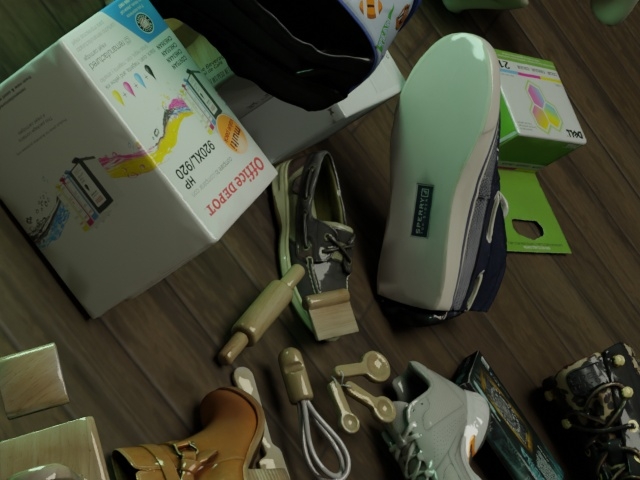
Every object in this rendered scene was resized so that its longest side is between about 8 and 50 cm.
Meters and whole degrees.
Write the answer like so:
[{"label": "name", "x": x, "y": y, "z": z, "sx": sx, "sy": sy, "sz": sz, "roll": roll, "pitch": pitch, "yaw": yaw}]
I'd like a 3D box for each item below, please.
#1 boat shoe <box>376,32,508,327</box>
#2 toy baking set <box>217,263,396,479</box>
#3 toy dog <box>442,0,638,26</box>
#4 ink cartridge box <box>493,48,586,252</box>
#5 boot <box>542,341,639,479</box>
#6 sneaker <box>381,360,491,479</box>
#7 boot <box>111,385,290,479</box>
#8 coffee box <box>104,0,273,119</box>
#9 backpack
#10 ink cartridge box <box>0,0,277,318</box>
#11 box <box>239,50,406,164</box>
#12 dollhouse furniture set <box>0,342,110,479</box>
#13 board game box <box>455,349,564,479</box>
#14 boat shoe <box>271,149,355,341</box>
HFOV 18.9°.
[{"label": "boat shoe", "x": 0.161, "y": -0.067, "z": 2.252, "sx": 0.158, "sy": 0.127, "sz": 0.340, "roll": 5, "pitch": 99, "yaw": -59}, {"label": "toy baking set", "x": -0.013, "y": 0.142, "z": 1.976, "sx": 0.197, "sy": 0.030, "sz": 0.256, "roll": 48, "pitch": 46, "yaw": -3}, {"label": "toy dog", "x": 0.253, "y": -0.454, "z": 2.597, "sx": 0.408, "sy": 0.395, "sz": 0.284, "roll": -4, "pitch": 78, "yaw": -20}, {"label": "ink cartridge box", "x": 0.279, "y": -0.117, "z": 2.583, "sx": 0.189, "sy": 0.097, "sz": 0.255, "roll": 3, "pitch": 61, "yaw": -54}, {"label": "boot", "x": 0.364, "y": 0.276, "z": 2.317, "sx": 0.284, "sy": 0.138, "sz": 0.377, "roll": 65, "pitch": 23, "yaw": 9}, {"label": "sneaker", "x": 0.110, "y": 0.237, "z": 2.067, "sx": 0.121, "sy": 0.099, "sz": 0.262, "roll": 36, "pitch": 30, "yaw": -20}, {"label": "boot", "x": -0.122, "y": 0.198, "z": 1.783, "sx": 0.152, "sy": 0.073, "sz": 0.197, "roll": 1, "pitch": 27, "yaw": -24}, {"label": "coffee box", "x": -0.139, "y": -0.284, "z": 2.068, "sx": 0.119, "sy": 0.168, "sz": 0.297, "roll": 0, "pitch": 63, "yaw": -55}, {"label": "backpack", "x": -0.036, "y": -0.263, "z": 1.852, "sx": 0.263, "sy": 0.276, "sz": 0.213, "roll": 45, "pitch": 67, "yaw": -8}, {"label": "ink cartridge box", "x": -0.192, "y": -0.083, "z": 1.822, "sx": 0.232, "sy": 0.168, "sz": 0.171, "roll": 53, "pitch": 31, "yaw": -8}, {"label": "box", "x": -0.002, "y": -0.167, "z": 2.197, "sx": 0.091, "sy": 0.130, "sz": 0.170, "roll": 60, "pitch": 31, "yaw": 0}, {"label": "dollhouse furniture set", "x": -0.338, "y": 0.043, "z": 1.340, "sx": 0.174, "sy": 0.303, "sz": 0.355, "roll": 84, "pitch": -10, "yaw": -75}, {"label": "board game box", "x": 0.221, "y": 0.226, "z": 2.253, "sx": 0.186, "sy": 0.026, "sz": 0.126, "roll": 55, "pitch": 16, "yaw": -5}, {"label": "boat shoe", "x": 0.001, "y": 0.000, "z": 2.115, "sx": 0.080, "sy": 0.073, "sz": 0.223, "roll": 21, "pitch": 48, "yaw": -46}]
